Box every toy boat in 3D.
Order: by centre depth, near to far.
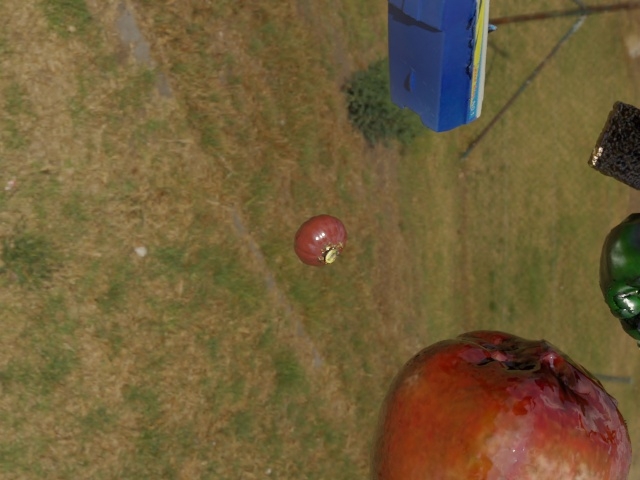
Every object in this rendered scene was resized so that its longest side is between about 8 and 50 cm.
[{"bbox_3d":[0.130,-0.266,0.776,0.088,0.129,0.295,-31,141,-20],"label":"toy boat"}]

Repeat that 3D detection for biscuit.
[{"bbox_3d":[0.608,-0.148,1.308,0.237,0.026,0.131,23,97,-11],"label":"biscuit"}]

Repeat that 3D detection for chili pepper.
[{"bbox_3d":[0.470,0.068,0.977,0.165,0.174,0.261,64,36,-41],"label":"chili pepper"}]

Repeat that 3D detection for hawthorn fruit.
[{"bbox_3d":[0.189,0.247,0.838,0.311,0.295,0.295,-42,138,5],"label":"hawthorn fruit"}]

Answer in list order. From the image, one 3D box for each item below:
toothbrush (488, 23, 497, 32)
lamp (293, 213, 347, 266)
[{"bbox_3d":[0.256,-0.454,1.513,0.035,0.413,0.042,20,101,-25],"label":"toothbrush"},{"bbox_3d":[0.000,0.000,1.283,0.101,0.090,0.101,-23,142,-19],"label":"lamp"}]
